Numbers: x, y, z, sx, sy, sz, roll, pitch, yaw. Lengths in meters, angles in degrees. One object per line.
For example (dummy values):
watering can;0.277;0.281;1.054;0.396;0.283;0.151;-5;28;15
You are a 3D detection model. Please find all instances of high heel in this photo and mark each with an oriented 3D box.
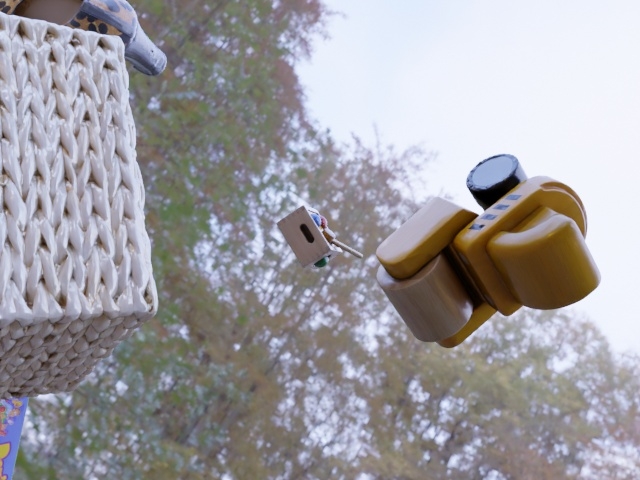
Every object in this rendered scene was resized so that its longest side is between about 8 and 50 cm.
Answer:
high heel;-0.318;-0.265;0.948;0.261;0.093;0.186;17;-3;8

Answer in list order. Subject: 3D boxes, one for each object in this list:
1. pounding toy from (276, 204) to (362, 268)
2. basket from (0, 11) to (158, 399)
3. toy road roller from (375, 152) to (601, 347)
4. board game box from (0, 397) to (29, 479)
pounding toy;0.000;0.000;1.736;0.141;0.100;0.130;58;10;10
basket;-0.349;-0.015;0.823;0.266;0.331;0.328;2;-25;-33
toy road roller;0.276;0.035;1.297;0.202;0.329;0.240;54;-6;-29
board game box;-0.563;0.338;1.241;0.233;0.347;0.078;14;2;37
